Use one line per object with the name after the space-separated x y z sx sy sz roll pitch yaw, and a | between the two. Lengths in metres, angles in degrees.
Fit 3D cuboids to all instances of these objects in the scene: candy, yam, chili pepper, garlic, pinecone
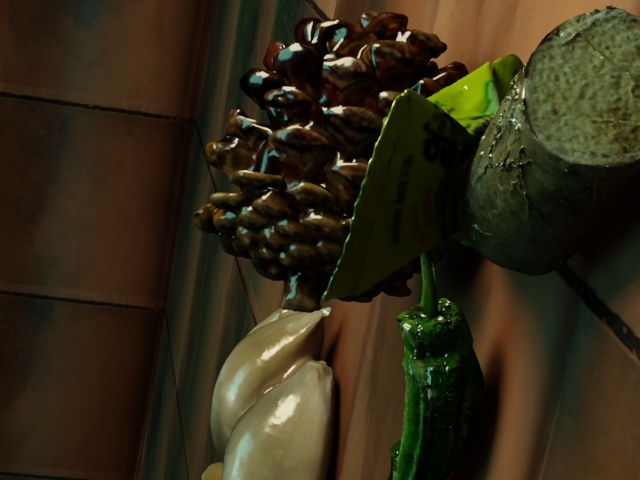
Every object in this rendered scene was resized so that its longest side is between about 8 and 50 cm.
0.075 -0.049 0.948 0.246 0.069 0.149 -25 -52 -62 | candy
0.145 -0.047 0.845 0.183 0.107 0.107 111 162 -58 | yam
0.086 0.120 1.071 0.122 0.065 0.279 -116 22 -44 | chili pepper
-0.061 0.231 1.591 0.279 0.132 0.325 -104 19 -47 | garlic
0.024 -0.066 1.137 0.272 0.224 0.224 -66 6 -20 | pinecone
